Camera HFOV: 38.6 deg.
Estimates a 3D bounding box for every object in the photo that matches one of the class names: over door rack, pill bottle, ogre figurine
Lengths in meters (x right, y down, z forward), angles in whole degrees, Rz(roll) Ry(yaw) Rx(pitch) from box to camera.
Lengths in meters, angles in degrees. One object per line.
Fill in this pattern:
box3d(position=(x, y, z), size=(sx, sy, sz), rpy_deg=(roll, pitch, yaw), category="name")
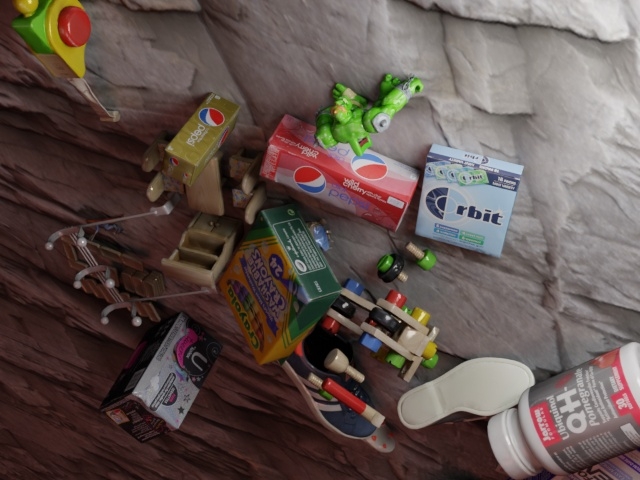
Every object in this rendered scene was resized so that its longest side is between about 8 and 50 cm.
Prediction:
box3d(position=(-0.390, 0.053, 1.913), size=(0.324, 0.108, 0.239), rpy_deg=(-16, 121, 22), category="over door rack")
box3d(position=(0.477, 0.327, 1.683), size=(0.318, 0.176, 0.176), rpy_deg=(-31, 113, 28), category="pill bottle")
box3d(position=(0.064, -0.202, 1.471), size=(0.197, 0.118, 0.097), rpy_deg=(4, 133, 23), category="ogre figurine")

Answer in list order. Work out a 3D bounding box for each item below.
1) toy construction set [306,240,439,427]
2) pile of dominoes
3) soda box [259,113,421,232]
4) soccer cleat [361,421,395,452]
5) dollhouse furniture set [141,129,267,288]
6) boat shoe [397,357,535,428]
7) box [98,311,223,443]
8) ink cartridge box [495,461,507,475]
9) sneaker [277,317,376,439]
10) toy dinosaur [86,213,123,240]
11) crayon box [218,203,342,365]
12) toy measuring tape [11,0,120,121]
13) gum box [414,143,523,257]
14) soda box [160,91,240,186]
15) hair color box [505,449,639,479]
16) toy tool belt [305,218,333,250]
box3d(position=(0.135, 0.213, 1.726), size=(0.237, 0.309, 0.257), rpy_deg=(38, 145, -19), category="toy construction set")
box3d(position=(-0.470, 0.075, 2.093), size=(0.251, 0.040, 0.196), rpy_deg=(19, 138, 21), category="pile of dominoes")
box3d(position=(0.034, -0.118, 1.587), size=(0.263, 0.092, 0.083), rpy_deg=(23, 138, 4), category="soda box")
box3d(position=(0.087, 0.424, 2.115), size=(0.196, 0.068, 0.076), rpy_deg=(37, 142, 0), category="soccer cleat")
box3d(position=(-0.228, -0.056, 1.730), size=(0.212, 0.161, 0.242), rpy_deg=(14, 136, 15), category="dollhouse furniture set")
box3d(position=(0.310, 0.316, 1.892), size=(0.319, 0.116, 0.099), rpy_deg=(-26, 160, 34), category="boat shoe")
box3d(position=(-0.360, 0.314, 2.096), size=(0.142, 0.247, 0.163), rpy_deg=(43, 136, -19), category="box")
box3d(position=(0.458, 0.480, 1.980), size=(0.135, 0.056, 0.099), rpy_deg=(20, 138, 7), category="ink cartridge box")
box3d(position=(0.038, 0.296, 1.960), size=(0.148, 0.131, 0.350), rpy_deg=(-18, 121, 43), category="sneaker")
box3d(position=(-0.467, -0.038, 1.978), size=(0.082, 0.047, 0.090), rpy_deg=(29, 105, 11), category="toy dinosaur")
box3d(position=(-0.095, 0.104, 1.796), size=(0.203, 0.083, 0.323), rpy_deg=(61, 144, 21), category="crayon box")
box3d(position=(-0.437, -0.343, 1.630), size=(0.121, 0.121, 0.330), rpy_deg=(5, 156, 23), category="toy measuring tape")
box3d(position=(0.251, -0.066, 1.565), size=(0.157, 0.041, 0.184), rpy_deg=(16, 137, 13), category="gum box")
box3d(position=(-0.207, -0.177, 1.586), size=(0.061, 0.181, 0.058), rpy_deg=(27, 138, 2), category="soda box")
box3d(position=(0.537, 0.498, 1.857), size=(0.185, 0.110, 0.339), rpy_deg=(36, 122, -9), category="hair color box")
box3d(position=(0.000, 0.000, 1.748), size=(0.051, 0.052, 0.083), rpy_deg=(-11, 107, 29), category="toy tool belt")
